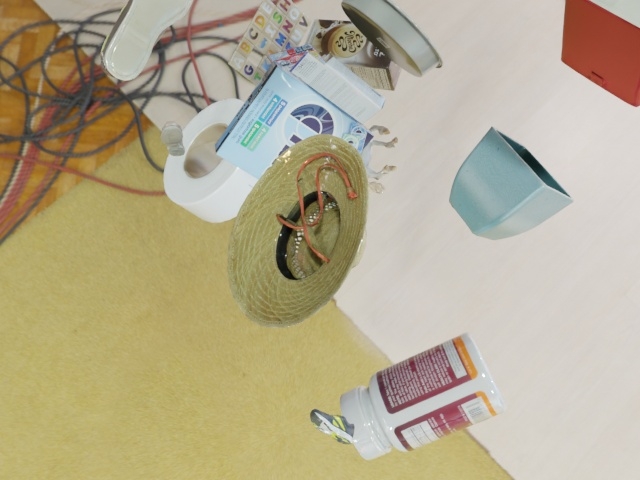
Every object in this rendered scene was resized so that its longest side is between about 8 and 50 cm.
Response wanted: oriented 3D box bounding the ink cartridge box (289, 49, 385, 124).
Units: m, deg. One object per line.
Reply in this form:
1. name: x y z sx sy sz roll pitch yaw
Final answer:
1. ink cartridge box: 0.006 -0.345 1.417 0.224 0.223 0.045 33 56 -20

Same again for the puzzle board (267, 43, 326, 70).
1. puzzle board: -0.059 -0.465 1.494 0.128 0.011 0.096 -23 58 -20

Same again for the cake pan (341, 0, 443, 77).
1. cake pan: 0.159 -0.483 1.348 0.293 0.293 0.054 43 99 10

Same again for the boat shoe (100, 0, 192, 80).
1. boat shoe: -0.406 -0.520 1.357 0.097 0.116 0.324 25 83 50

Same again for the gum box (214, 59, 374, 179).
1. gum box: -0.039 -0.151 0.877 0.184 0.041 0.157 30 110 -26

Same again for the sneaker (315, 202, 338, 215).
1. sneaker: 0.006 -0.088 1.543 0.076 0.166 0.065 31 54 14

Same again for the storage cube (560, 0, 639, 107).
1. storage cube: 0.571 -0.400 1.048 0.183 0.193 0.215 -40 60 -1

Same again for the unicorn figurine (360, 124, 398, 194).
1. unicorn figurine: 0.081 -0.157 1.020 0.111 0.060 0.162 -3 59 37

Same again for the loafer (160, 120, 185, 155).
1. loafer: -0.303 -0.215 1.188 0.045 0.125 0.039 -8 73 -9

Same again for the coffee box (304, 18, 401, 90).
1. coffee box: 0.105 -0.580 1.807 0.297 0.119 0.168 11 71 22

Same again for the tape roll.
1. tape roll: -0.234 -0.187 1.362 0.286 0.100 0.286 -19 55 29

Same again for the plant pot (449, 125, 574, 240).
1. plant pot: 0.534 -0.138 1.713 0.252 0.247 0.248 -46 57 26

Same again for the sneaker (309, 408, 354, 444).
1. sneaker: 0.019 0.286 0.910 0.083 0.031 0.035 40 46 -13

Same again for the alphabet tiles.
1. alphabet tiles: -0.117 -0.517 1.546 0.009 0.198 0.237 28 89 45

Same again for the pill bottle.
1. pill bottle: 0.266 0.421 1.544 0.392 0.224 0.224 -26 74 10

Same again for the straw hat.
1. straw hat: 0.000 0.000 0.431 0.144 0.061 0.144 -18 63 38
